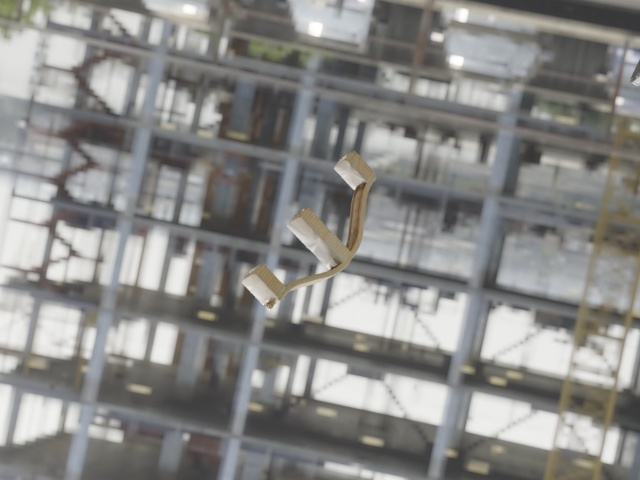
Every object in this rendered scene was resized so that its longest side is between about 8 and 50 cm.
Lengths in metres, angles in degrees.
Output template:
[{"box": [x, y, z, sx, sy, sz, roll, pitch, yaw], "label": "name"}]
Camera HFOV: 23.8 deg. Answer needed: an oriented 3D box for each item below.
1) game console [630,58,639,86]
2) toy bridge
[{"box": [0.242, -0.185, 1.123, 0.071, 0.107, 0.122, 27, 173, 0], "label": "game console"}, {"box": [0.000, 0.000, 1.357, 0.063, 0.188, 0.026, 47, 141, -11], "label": "toy bridge"}]
